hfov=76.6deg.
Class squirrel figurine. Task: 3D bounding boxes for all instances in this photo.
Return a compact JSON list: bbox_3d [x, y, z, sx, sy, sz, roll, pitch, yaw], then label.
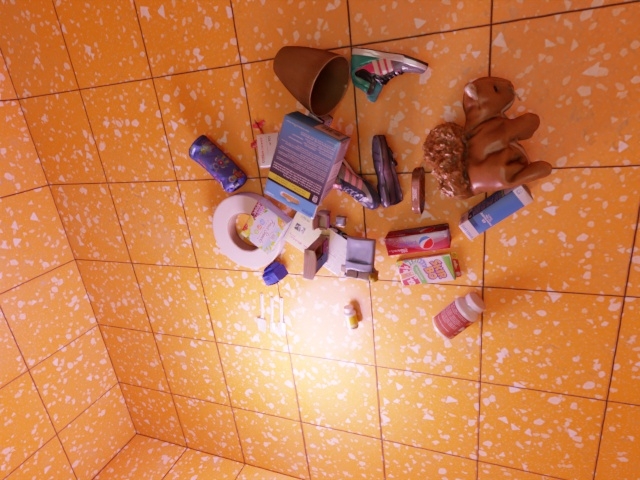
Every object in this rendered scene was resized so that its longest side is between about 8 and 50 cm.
[{"bbox_3d":[0.539,-0.353,1.409,0.396,0.281,0.371,-18,97,26],"label":"squirrel figurine"}]

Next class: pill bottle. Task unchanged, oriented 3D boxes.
[{"bbox_3d":[0.148,0.377,1.996,0.065,0.065,0.117,-5,110,25],"label":"pill bottle"},{"bbox_3d":[0.599,0.322,1.749,0.121,0.121,0.216,41,121,2],"label":"pill bottle"}]

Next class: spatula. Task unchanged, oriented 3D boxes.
[{"bbox_3d":[-0.269,0.405,2.211,0.168,0.019,0.242,11,115,20],"label":"spatula"}]

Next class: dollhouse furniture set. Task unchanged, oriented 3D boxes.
[{"bbox_3d":[0.105,0.047,1.730,0.303,0.198,0.287,10,113,16],"label":"dollhouse furniture set"}]

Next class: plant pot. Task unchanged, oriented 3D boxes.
[{"bbox_3d":[-0.054,-0.647,1.571,0.254,0.237,0.237,38,122,21],"label":"plant pot"}]

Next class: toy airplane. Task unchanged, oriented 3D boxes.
[{"bbox_3d":[-0.264,-0.475,1.827,0.151,0.028,0.151,8,113,18],"label":"toy airplane"}]

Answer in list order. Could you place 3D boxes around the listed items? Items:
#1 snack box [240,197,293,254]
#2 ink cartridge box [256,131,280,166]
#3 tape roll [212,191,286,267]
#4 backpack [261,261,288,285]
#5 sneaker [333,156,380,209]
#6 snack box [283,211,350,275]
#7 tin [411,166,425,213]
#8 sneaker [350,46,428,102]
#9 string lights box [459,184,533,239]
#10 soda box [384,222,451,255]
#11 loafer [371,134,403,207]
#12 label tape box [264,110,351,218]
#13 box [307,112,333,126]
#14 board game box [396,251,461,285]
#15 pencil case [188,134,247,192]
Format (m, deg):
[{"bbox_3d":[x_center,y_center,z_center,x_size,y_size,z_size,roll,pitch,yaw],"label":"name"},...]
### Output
[{"bbox_3d":[-0.252,-0.066,1.890,0.174,0.070,0.207,38,122,4],"label":"snack box"},{"bbox_3d":[-0.168,-0.391,1.740,0.190,0.082,0.140,-5,98,6],"label":"ink cartridge box"},{"bbox_3d":[-0.357,-0.051,2.023,0.391,0.072,0.393,8,114,19],"label":"tape roll"},{"bbox_3d":[-0.238,0.168,2.055,0.120,0.098,0.101,-31,88,43],"label":"backpack"},{"bbox_3d":[0.109,-0.230,1.700,0.319,0.131,0.112,45,145,4],"label":"sneaker"},{"bbox_3d":[0.000,0.000,1.900,0.321,0.060,0.187,34,119,6],"label":"snack box"},{"bbox_3d":[0.392,-0.199,1.623,0.040,0.106,0.190,3,112,22],"label":"tin"},{"bbox_3d":[0.237,-0.600,1.505,0.295,0.123,0.179,20,113,23],"label":"sneaker"},{"bbox_3d":[0.655,-0.121,1.529,0.259,0.133,0.077,-39,94,31],"label":"string lights box"},{"bbox_3d":[0.410,-0.003,1.707,0.263,0.092,0.084,-9,109,26],"label":"soda box"},{"bbox_3d":[0.276,-0.286,1.654,0.095,0.109,0.303,-14,112,-8],"label":"loafer"},{"bbox_3d":[-0.060,-0.296,1.612,0.249,0.115,0.348,29,125,12],"label":"label tape box"},{"bbox_3d":[-0.021,-0.461,1.667,0.072,0.137,0.126,34,120,4],"label":"box"},{"bbox_3d":[0.472,0.125,1.772,0.259,0.039,0.124,-11,108,24],"label":"board game box"},{"bbox_3d":[-0.489,-0.354,1.916,0.306,0.133,0.119,44,154,1],"label":"pencil case"}]
